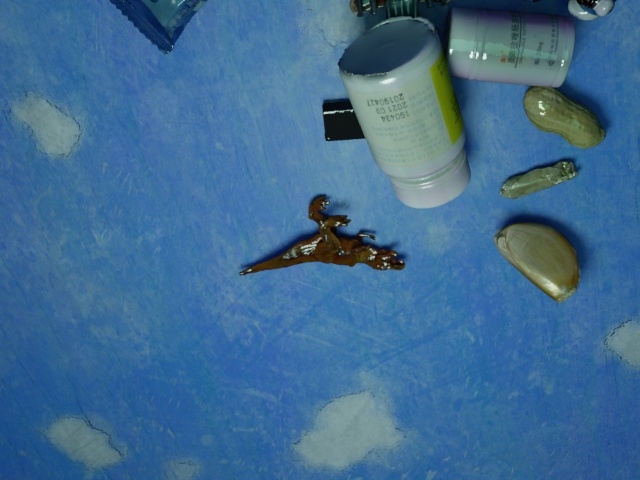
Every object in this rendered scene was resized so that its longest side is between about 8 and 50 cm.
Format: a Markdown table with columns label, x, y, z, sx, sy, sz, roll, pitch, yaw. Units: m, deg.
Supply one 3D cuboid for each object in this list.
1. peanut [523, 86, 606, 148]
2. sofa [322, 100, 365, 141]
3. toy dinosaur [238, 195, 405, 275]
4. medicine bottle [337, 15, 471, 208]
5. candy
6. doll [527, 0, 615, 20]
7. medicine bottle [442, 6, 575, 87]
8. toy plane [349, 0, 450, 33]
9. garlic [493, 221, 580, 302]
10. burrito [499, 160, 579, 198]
| label | x | y | z | sx | sy | sz | roll | pitch | yaw |
| --- | --- | --- | --- | --- | --- | --- | --- | --- | --- |
| peanut | 0.550 | -0.276 | 1.549 | 0.214 | 0.090 | 0.098 | 28 | 121 | -7 |
| sofa | 0.079 | -0.286 | 1.616 | 0.147 | 0.060 | 0.085 | -5 | 126 | 6 |
| toy dinosaur | 0.000 | 0.000 | 1.736 | 0.433 | 0.097 | 0.208 | 3 | 125 | 9 |
| medicine bottle | 0.193 | -0.263 | 1.477 | 0.214 | 0.213 | 0.378 | -16 | 132 | 13 |
| candy | -0.303 | -0.577 | 1.506 | 0.331 | 0.077 | 0.187 | -40 | 98 | 20 |
| doll | 0.465 | -0.588 | 1.336 | 0.310 | 0.240 | 0.284 | 21 | 80 | -1 |
| medicine bottle | 0.394 | -0.414 | 1.465 | 0.254 | 0.152 | 0.152 | 6 | 115 | 2 |
| toy plane | 0.163 | -0.585 | 1.435 | 0.223 | 0.104 | 0.326 | -4 | 114 | 9 |
| garlic | 0.522 | 0.040 | 1.661 | 0.245 | 0.164 | 0.145 | 38 | 126 | -5 |
| burrito | 0.519 | -0.144 | 1.638 | 0.188 | 0.045 | 0.058 | -19 | 105 | 16 |
